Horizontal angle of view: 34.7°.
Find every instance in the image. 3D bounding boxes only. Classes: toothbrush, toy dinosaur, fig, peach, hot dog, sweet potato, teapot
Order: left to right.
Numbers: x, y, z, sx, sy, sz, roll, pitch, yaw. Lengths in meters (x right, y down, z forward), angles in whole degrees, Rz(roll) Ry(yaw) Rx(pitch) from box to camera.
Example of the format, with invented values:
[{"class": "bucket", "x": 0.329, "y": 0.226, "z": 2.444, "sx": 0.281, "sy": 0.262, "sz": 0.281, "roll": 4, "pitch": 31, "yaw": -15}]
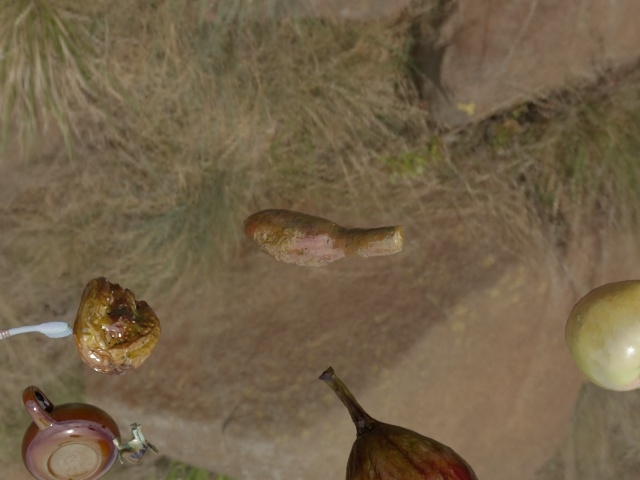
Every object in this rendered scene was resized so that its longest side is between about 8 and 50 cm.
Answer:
[{"class": "toothbrush", "x": -0.345, "y": 0.098, "z": 1.041, "sx": 0.193, "sy": 0.013, "sz": 0.019, "roll": -7, "pitch": 143, "yaw": 9}, {"class": "teapot", "x": -0.469, "y": 0.349, "z": 1.871, "sx": 0.178, "sy": 0.135, "sz": 0.252, "roll": -31, "pitch": 125, "yaw": -2}, {"class": "hot dog", "x": -0.366, "y": 0.146, "z": 1.816, "sx": 0.160, "sy": 0.227, "sz": 0.099, "roll": 39, "pitch": 103, "yaw": -24}, {"class": "toy dinosaur", "x": -0.276, "y": 0.297, "z": 1.503, "sx": 0.037, "sy": 0.058, "sz": 0.180, "roll": -30, "pitch": 170, "yaw": 12}, {"class": "sweet potato", "x": 0.000, "y": 0.000, "z": 1.977, "sx": 0.385, "sy": 0.109, "sz": 0.109, "roll": 8, "pitch": 157, "yaw": 35}, {"class": "fig", "x": 0.078, "y": 0.324, "z": 1.414, "sx": 0.191, "sy": 0.290, "sz": 0.191, "roll": -53, "pitch": 165, "yaw": -20}, {"class": "peach", "x": 0.529, "y": 0.153, "z": 1.781, "sx": 0.232, "sy": 0.232, "sz": 0.232, "roll": -11, "pitch": 142, "yaw": -9}]
